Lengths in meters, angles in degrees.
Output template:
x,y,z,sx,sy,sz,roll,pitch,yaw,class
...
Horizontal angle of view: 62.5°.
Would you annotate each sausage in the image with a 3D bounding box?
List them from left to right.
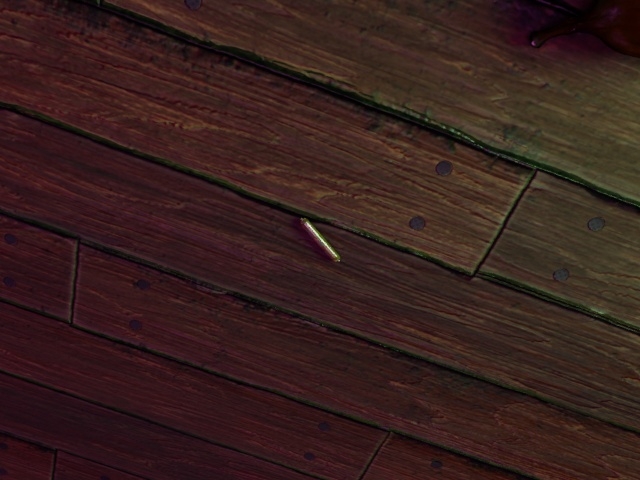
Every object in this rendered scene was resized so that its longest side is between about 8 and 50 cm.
x,y,z,sx,sy,sz,roll,pitch,yaw,class
0.000,0.000,0.869,0.015,0.015,0.100,-33,109,23,sausage

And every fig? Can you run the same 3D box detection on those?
x,y,z,sx,sy,sz,roll,pitch,yaw,class
0.387,-0.267,0.608,0.274,0.170,0.146,-1,101,30,fig
